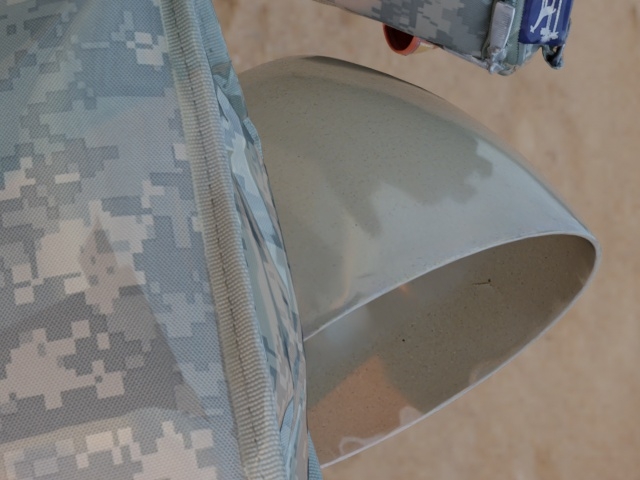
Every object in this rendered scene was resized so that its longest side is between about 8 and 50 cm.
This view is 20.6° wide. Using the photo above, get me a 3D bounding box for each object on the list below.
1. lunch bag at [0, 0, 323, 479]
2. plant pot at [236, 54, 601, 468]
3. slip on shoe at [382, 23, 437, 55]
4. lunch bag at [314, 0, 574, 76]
[{"bbox_3d":[-0.119,0.064,0.592,0.169,0.235,0.287,72,5,-57],"label":"lunch bag"},{"bbox_3d":[0.000,0.000,1.066,0.191,0.284,0.284,61,20,20],"label":"plant pot"},{"bbox_3d":[0.052,-0.309,1.577,0.101,0.123,0.331,-34,121,-14],"label":"slip on shoe"},{"bbox_3d":[0.036,-0.255,1.010,0.212,0.305,0.256,-27,136,-69],"label":"lunch bag"}]
